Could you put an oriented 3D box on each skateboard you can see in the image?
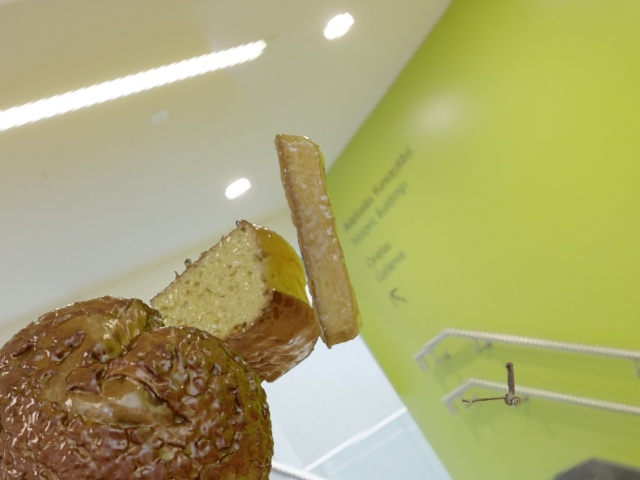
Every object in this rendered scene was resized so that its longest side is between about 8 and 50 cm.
[{"bbox_3d":[0.247,0.213,1.473,0.083,0.064,0.032,-5,1,-23],"label":"skateboard"}]

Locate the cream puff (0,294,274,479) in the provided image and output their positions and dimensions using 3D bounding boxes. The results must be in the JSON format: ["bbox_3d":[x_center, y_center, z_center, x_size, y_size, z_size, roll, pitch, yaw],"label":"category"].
[{"bbox_3d":[-0.185,0.172,0.986,0.303,0.303,0.212,-18,-49,-48],"label":"cream puff"}]

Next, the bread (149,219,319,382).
[{"bbox_3d":[-0.118,0.121,1.557,0.179,0.194,0.340,12,-37,-38],"label":"bread"}]

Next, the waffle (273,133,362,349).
[{"bbox_3d":[0.000,0.000,1.294,0.057,0.274,0.168,-14,-4,2],"label":"waffle"}]
